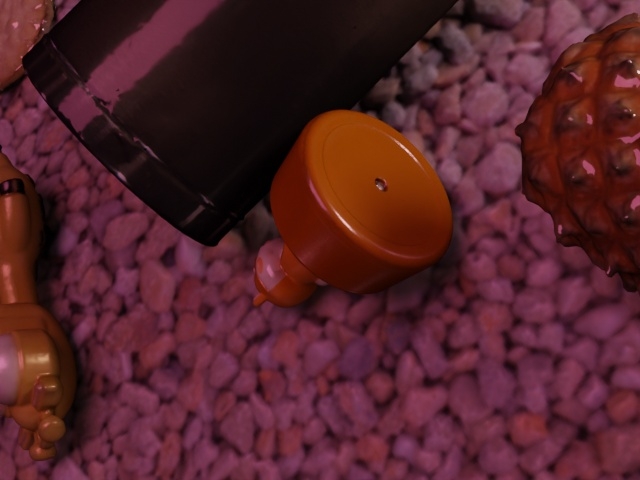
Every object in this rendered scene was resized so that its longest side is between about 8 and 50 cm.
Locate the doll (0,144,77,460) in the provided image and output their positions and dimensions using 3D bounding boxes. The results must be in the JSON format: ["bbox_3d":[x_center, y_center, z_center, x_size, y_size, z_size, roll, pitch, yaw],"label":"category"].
[{"bbox_3d":[-0.265,0.051,1.042,0.117,0.086,0.291,118,141,-51],"label":"doll"}]

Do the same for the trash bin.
[{"bbox_3d":[-0.046,-0.170,0.910,0.301,0.252,0.203,-44,88,4],"label":"trash bin"}]

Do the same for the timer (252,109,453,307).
[{"bbox_3d":[0.000,0.000,0.883,0.152,0.132,0.132,-43,50,39],"label":"timer"}]

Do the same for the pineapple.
[{"bbox_3d":[0.279,-0.004,0.657,0.361,0.175,0.175,32,89,39],"label":"pineapple"}]

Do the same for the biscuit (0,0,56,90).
[{"bbox_3d":[-0.330,-0.212,1.235,0.152,0.020,0.152,-14,63,29],"label":"biscuit"}]
